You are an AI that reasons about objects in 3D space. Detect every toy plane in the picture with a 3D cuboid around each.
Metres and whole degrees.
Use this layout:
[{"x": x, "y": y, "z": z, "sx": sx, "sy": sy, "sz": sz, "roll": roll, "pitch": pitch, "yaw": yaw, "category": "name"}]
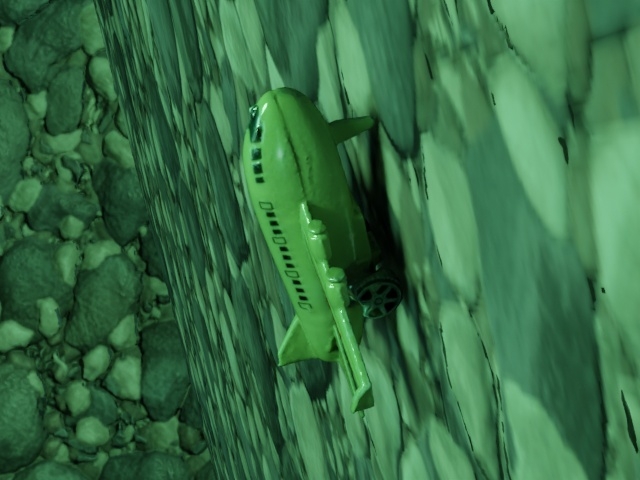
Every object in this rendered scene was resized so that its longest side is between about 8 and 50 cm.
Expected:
[{"x": 0.000, "y": 0.000, "z": 0.425, "sx": 0.102, "sy": 0.040, "sz": 0.111, "roll": -119, "pitch": 18, "yaw": -50, "category": "toy plane"}]
